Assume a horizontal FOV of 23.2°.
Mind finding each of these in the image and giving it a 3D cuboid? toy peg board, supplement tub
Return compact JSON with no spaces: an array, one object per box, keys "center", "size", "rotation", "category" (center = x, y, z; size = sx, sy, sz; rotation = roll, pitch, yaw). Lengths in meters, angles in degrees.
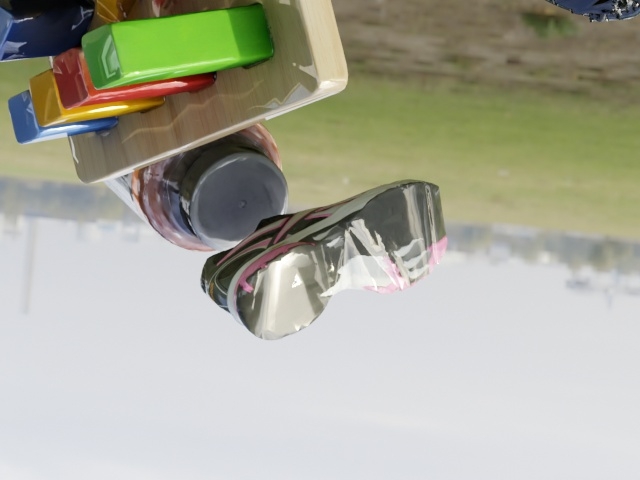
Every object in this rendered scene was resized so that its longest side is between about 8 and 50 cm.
[{"center":[-0.087,-0.109,0.558],"size":[0.079,0.161,0.161],"rotation":[-13,179,-40],"category":"toy peg board"},{"center":[-0.093,-0.057,1.084],"size":[0.106,0.106,0.198],"rotation":[6,-163,-30],"category":"supplement tub"}]

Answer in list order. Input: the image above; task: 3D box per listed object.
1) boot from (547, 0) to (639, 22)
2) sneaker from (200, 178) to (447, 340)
[{"center":[0.091,-0.237,0.679],"size":[0.246,0.207,0.094],"rotation":[40,159,-10],"category":"boot"},{"center":[0.000,0.000,0.979],"size":[0.178,0.072,0.077],"rotation":[-18,-155,-36],"category":"sneaker"}]
